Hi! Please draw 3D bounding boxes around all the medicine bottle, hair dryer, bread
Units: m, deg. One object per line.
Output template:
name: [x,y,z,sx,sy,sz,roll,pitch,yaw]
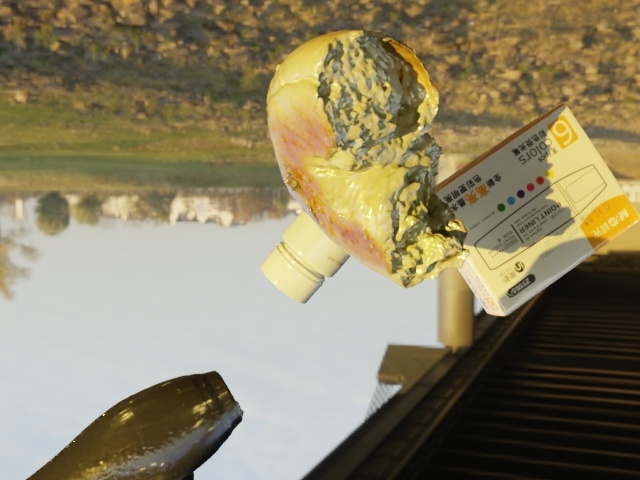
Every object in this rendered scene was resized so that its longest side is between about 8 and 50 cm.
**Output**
medicine bottle: [0.000,0.000,1.583,0.144,0.252,0.144,41,-176,-4]
hair dryer: [-0.146,0.198,0.604,0.196,0.075,0.219,-29,151,-16]
bread: [0.048,-0.097,0.906,0.171,0.314,0.192,-42,-155,-26]

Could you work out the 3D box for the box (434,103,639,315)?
box: [0.313,-0.047,1.164,0.274,0.220,0.091,-36,-178,-9]
